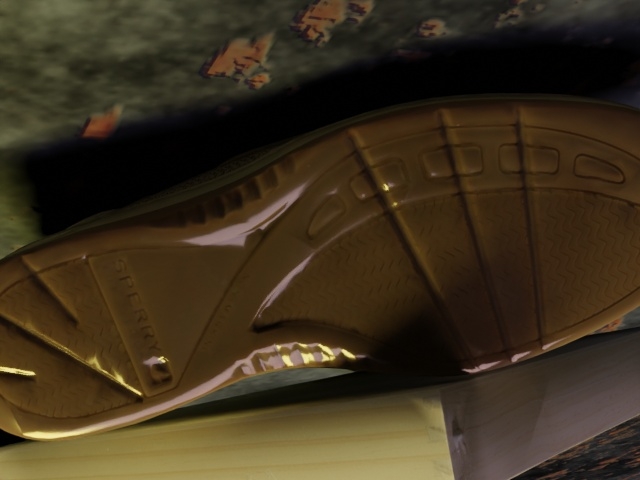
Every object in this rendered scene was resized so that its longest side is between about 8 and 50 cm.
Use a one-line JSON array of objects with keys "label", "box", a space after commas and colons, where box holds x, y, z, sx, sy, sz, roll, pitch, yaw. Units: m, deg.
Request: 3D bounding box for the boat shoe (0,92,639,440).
[{"label": "boat shoe", "box": [0.000, 0.000, 0.566, 0.341, 0.122, 0.110, -11, -166, 6]}]

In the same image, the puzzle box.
[{"label": "puzzle box", "box": [0.043, 0.106, 0.732, 0.272, 0.052, 0.409, -13, 174, 30]}]
